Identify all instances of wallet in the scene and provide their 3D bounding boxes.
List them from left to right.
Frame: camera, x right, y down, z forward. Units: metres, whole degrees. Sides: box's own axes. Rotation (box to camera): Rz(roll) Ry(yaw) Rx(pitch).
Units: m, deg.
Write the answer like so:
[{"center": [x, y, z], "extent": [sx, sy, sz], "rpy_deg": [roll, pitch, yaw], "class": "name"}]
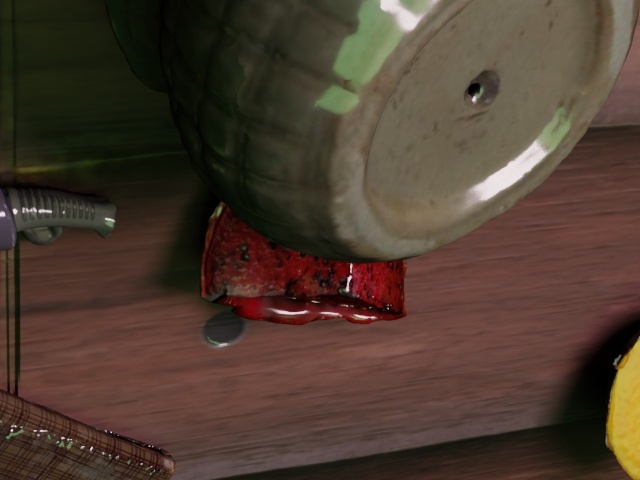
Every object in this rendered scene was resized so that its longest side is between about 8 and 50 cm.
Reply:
[{"center": [-0.235, 0.180, 0.940], "extent": [0.230, 0.042, 0.124], "rpy_deg": [29, 106, -38], "class": "wallet"}]

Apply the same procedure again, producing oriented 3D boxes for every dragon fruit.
[{"center": [-0.002, 0.000, 0.899], "extent": [0.161, 0.120, 0.127], "rpy_deg": [29, 68, -63], "class": "dragon fruit"}]

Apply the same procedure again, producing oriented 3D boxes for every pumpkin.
[{"center": [0.366, 0.093, 1.126], "extent": [0.278, 0.111, 0.163], "rpy_deg": [-33, 116, 3], "class": "pumpkin"}]

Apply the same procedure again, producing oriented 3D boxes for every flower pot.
[{"center": [0.037, -0.147, 0.675], "extent": [0.301, 0.213, 0.302], "rpy_deg": [-28, 143, -24], "class": "flower pot"}]

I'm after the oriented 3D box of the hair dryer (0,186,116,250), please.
[{"center": [-0.302, 0.042, 0.779], "extent": [0.361, 0.121, 0.301], "rpy_deg": [-17, 138, -20], "class": "hair dryer"}]
